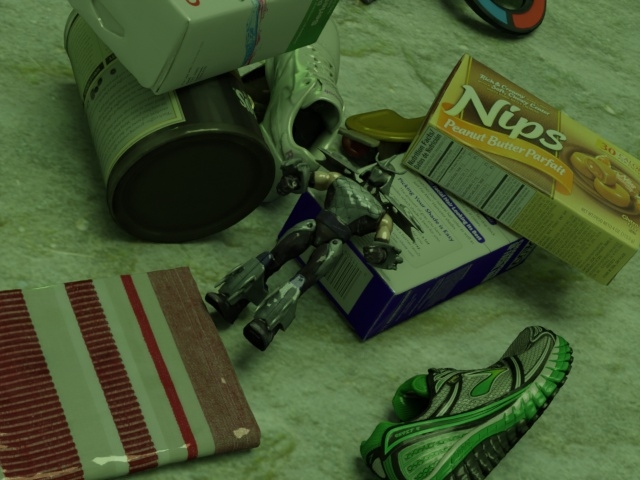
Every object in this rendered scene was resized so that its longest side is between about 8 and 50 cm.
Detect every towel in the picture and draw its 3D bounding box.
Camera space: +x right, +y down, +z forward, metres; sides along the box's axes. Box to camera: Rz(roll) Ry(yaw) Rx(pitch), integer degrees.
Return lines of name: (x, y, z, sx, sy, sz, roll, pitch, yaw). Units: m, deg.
towel: (-0.248, 0.149, 1.441, 0.329, 0.037, 0.237, -7, 57, -33)

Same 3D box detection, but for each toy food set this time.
toy food set: (0.098, -0.132, 1.882, 0.128, 0.071, 0.218, 23, 26, 39)

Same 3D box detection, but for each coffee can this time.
coffee can: (-0.190, -0.166, 1.639, 0.202, 0.201, 0.275, 1, 51, -30)

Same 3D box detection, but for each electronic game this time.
electronic game: (0.297, -0.449, 2.254, 0.229, 0.048, 0.229, 20, 56, -33)

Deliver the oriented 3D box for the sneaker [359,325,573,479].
sneaker: (0.180, 0.187, 1.579, 0.146, 0.134, 0.343, 42, 44, 12)

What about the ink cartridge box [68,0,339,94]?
ink cartridge box: (-0.137, -0.305, 1.563, 0.201, 0.117, 0.278, 48, 43, 16)

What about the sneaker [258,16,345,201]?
sneaker: (-0.009, -0.189, 1.767, 0.114, 0.152, 0.305, 34, 54, -30)

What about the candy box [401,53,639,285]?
candy box: (0.283, -0.097, 1.779, 0.316, 0.087, 0.183, 31, 42, -1)

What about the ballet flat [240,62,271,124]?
ballet flat: (-0.067, -0.219, 1.865, 0.084, 0.058, 0.250, 42, 43, 11)

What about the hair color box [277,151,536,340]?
hair color box: (0.132, -0.016, 1.759, 0.339, 0.110, 0.185, -22, 64, -40)

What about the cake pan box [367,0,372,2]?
cake pan box: (0.065, -0.521, 2.216, 0.246, 0.070, 0.267, 41, 43, 13)

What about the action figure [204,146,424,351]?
action figure: (0.000, 0.000, 1.568, 0.185, 0.099, 0.285, 37, 74, 23)
